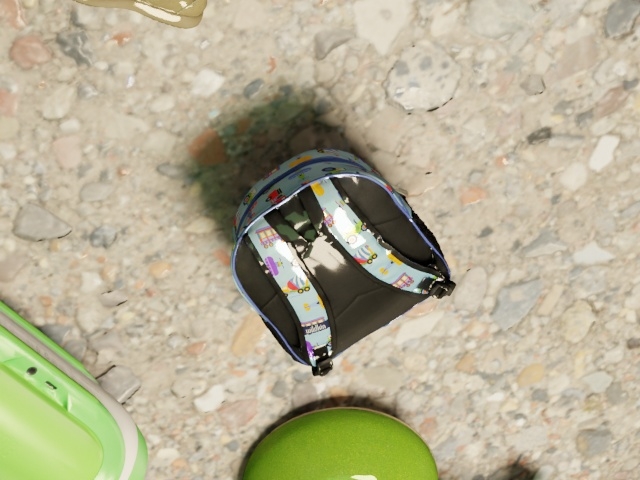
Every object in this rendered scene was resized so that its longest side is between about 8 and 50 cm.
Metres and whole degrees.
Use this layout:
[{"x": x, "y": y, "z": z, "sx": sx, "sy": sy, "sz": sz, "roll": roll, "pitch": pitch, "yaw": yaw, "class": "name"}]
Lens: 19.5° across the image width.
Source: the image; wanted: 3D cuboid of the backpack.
[{"x": 0.000, "y": 0.000, "z": 1.485, "sx": 0.158, "sy": 0.117, "sz": 0.173, "roll": -33, "pitch": 133, "yaw": 7, "class": "backpack"}]

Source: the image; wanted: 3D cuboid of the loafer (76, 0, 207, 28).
[{"x": -0.140, "y": -0.193, "z": 1.315, "sx": 0.148, "sy": 0.056, "sz": 0.050, "roll": 10, "pitch": 123, "yaw": -41, "class": "loafer"}]

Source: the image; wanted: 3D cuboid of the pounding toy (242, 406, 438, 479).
[{"x": 0.038, "y": 0.270, "z": 1.690, "sx": 0.183, "sy": 0.110, "sz": 0.237, "roll": -37, "pitch": 118, "yaw": 20, "class": "pounding toy"}]

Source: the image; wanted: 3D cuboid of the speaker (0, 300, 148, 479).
[{"x": -0.267, "y": 0.123, "z": 1.472, "sx": 0.131, "sy": 0.131, "sz": 0.296, "roll": -37, "pitch": 132, "yaw": 10, "class": "speaker"}]
